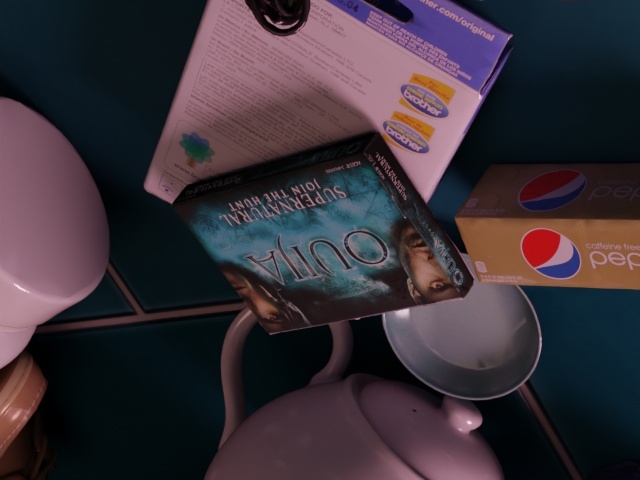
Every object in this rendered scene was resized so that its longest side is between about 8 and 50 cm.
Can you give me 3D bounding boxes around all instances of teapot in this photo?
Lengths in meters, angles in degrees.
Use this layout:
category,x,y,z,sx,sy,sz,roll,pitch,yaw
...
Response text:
category,x,y,z,sx,sy,sz,roll,pitch,yaw
teapot,0.046,0.184,1.308,0.256,0.252,0.187,31,106,-24

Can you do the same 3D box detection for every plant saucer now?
category,x,y,z,sx,sy,sz,roll,pitch,yaw
plant saucer,0.102,0.056,1.248,0.119,0.021,0.119,12,122,21

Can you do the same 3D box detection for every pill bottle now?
category,x,y,z,sx,sy,sz,roll,pitch,yaw
pill bottle,-0.351,0.040,1.388,0.361,0.204,0.204,-28,111,29

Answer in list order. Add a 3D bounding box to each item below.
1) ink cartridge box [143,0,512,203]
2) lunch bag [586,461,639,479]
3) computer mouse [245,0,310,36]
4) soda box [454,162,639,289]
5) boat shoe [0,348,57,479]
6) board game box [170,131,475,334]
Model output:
category,x,y,z,sx,sy,sz,roll,pitch,yaw
ink cartridge box,0.003,-0.092,1.159,0.185,0.065,0.311,32,144,4
lunch bag,0.230,0.220,1.297,0.098,0.065,0.067,47,140,-11
computer mouse,0.074,-0.218,0.983,0.262,0.060,0.184,-4,100,21
soda box,0.181,-0.009,1.109,0.181,0.061,0.058,1,128,36
boat shoe,-0.293,0.193,1.628,0.110,0.122,0.341,35,151,-5
board game box,0.000,0.000,1.189,0.186,0.026,0.126,-13,121,44
